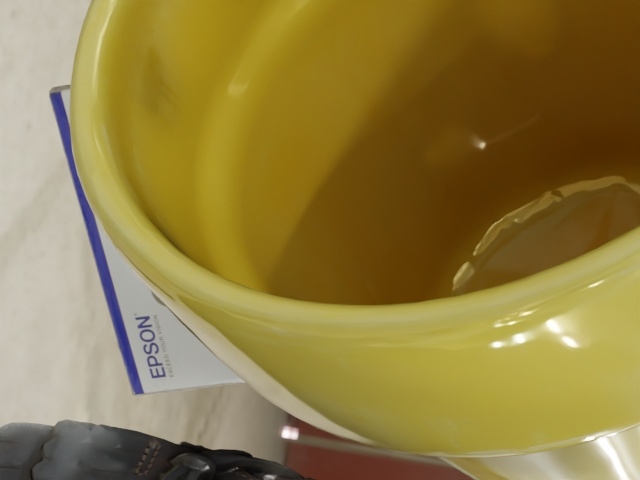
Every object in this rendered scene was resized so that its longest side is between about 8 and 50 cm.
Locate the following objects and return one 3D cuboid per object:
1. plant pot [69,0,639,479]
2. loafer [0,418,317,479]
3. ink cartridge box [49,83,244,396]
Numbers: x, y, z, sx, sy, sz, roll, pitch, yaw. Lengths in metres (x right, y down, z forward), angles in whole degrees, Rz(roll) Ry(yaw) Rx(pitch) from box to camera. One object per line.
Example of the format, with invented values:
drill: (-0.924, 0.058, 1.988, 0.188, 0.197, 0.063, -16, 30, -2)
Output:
plant pot: (0.080, -0.019, 0.480, 0.239, 0.254, 0.254, 55, 40, -48)
loafer: (-0.008, 0.104, 0.389, 0.095, 0.302, 0.109, 124, -22, -52)
ink cartridge box: (0.064, -0.031, 0.683, 0.069, 0.371, 0.175, -72, 151, -69)
